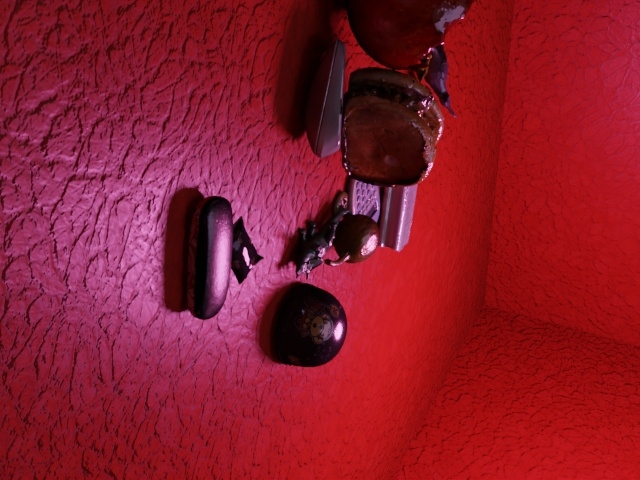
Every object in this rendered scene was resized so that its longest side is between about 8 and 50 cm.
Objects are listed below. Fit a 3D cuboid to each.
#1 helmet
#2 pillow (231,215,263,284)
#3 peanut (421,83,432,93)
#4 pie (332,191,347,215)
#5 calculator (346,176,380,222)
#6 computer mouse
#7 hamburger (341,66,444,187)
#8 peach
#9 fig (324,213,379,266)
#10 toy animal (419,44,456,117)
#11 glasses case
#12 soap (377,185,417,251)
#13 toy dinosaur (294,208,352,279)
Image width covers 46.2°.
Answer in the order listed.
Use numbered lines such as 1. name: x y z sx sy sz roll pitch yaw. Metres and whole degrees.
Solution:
1. helmet: -0.007 0.251 2.073 0.230 0.160 0.279 -67 154 -22
2. pillow: -0.182 0.024 1.694 0.150 0.048 0.090 66 35 -49
3. peanut: 0.310 -0.450 2.468 0.228 0.085 0.104 -54 156 -44
4. pie: 0.060 -0.101 2.189 0.084 0.021 0.084 -43 141 -50
5. calculator: 0.132 -0.103 2.322 0.188 0.042 0.303 -53 147 -43
6. computer mouse: 0.010 -0.347 1.844 0.159 0.097 0.288 -57 150 -83
7. hamburger: 0.183 -0.286 1.989 0.318 0.277 0.195 94 9 -51
8. peach: 0.216 -0.620 1.872 0.335 0.310 0.406 -47 -166 50
9. fig: 0.079 0.023 2.145 0.245 0.149 0.149 -48 144 -47
10. toy animal: 0.369 -0.598 2.481 0.206 0.081 0.367 22 57 -45
11. glasses case: -0.230 0.038 1.570 0.103 0.067 0.267 -24 125 -59
12. soap: 0.264 -0.103 2.547 0.150 0.094 0.261 -27 127 -59
13. toy dinosaur: -0.002 -0.011 2.041 0.292 0.079 0.120 -60 157 -30
